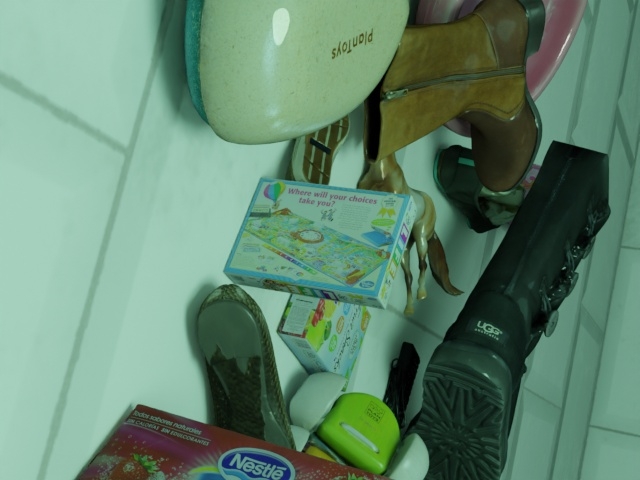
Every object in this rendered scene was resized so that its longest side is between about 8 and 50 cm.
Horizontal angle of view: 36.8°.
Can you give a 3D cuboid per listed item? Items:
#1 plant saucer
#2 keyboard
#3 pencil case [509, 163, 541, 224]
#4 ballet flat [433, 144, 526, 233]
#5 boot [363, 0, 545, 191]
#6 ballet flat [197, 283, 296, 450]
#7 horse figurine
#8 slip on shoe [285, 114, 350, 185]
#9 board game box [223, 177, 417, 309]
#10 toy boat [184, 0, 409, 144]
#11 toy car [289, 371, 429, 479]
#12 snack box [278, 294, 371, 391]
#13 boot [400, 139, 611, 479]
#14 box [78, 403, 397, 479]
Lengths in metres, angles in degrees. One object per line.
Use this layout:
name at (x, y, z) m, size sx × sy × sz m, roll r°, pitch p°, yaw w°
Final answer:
plant saucer at (0.231, -0.298, 1.246) m, size 0.332 × 0.084 × 0.332 m, roll -33°, pitch 140°, yaw -33°
keyboard at (0.109, 0.236, 1.308) m, size 0.100 × 0.038 × 0.192 m, roll 53°, pitch 50°, yaw -56°
pencil case at (0.407, -0.058, 1.748) m, size 0.284 × 0.124 × 0.124 m, roll 20°, pitch 80°, yaw -63°
ballet flat at (0.251, -0.066, 1.443) m, size 0.280 × 0.096 × 0.095 m, roll 27°, pitch 72°, yaw -64°
boot at (0.156, -0.138, 1.102) m, size 0.280 × 0.096 × 0.264 m, roll -30°, pitch 138°, yaw -41°
ballet flat at (-0.068, 0.151, 0.880) m, size 0.058 × 0.084 × 0.250 m, roll -85°, pitch 168°, yaw -65°
horse figurine at (0.099, -0.019, 1.159) m, size 0.263 × 0.066 × 0.175 m, roll 42°, pitch 46°, yaw -51°
slip on shoe at (-0.006, -0.092, 0.967) m, size 0.051 × 0.041 × 0.135 m, roll 30°, pitch 47°, yaw -22°
board game box at (0.000, 0.000, 0.869) m, size 0.026 × 0.154 × 0.103 m, roll 56°, pitch 48°, yaw -54°
toy boat at (-0.024, -0.245, 0.790) m, size 0.267 × 0.148 × 0.318 m, roll -31°, pitch 132°, yaw -53°
toy car at (0.011, 0.243, 1.009) m, size 0.182 × 0.159 × 0.136 m, roll -52°, pitch 178°, yaw -42°
snack box at (0.008, 0.091, 1.049) m, size 0.100 × 0.037 × 0.141 m, roll -68°, pitch 152°, yaw -25°
boot at (0.278, 0.116, 1.403) m, size 0.445 × 0.146 × 0.367 m, roll -58°, pitch 165°, yaw -36°
box at (-0.053, 0.232, 0.709) m, size 0.123 × 0.256 × 0.128 m, roll -53°, pitch 143°, yaw -42°
